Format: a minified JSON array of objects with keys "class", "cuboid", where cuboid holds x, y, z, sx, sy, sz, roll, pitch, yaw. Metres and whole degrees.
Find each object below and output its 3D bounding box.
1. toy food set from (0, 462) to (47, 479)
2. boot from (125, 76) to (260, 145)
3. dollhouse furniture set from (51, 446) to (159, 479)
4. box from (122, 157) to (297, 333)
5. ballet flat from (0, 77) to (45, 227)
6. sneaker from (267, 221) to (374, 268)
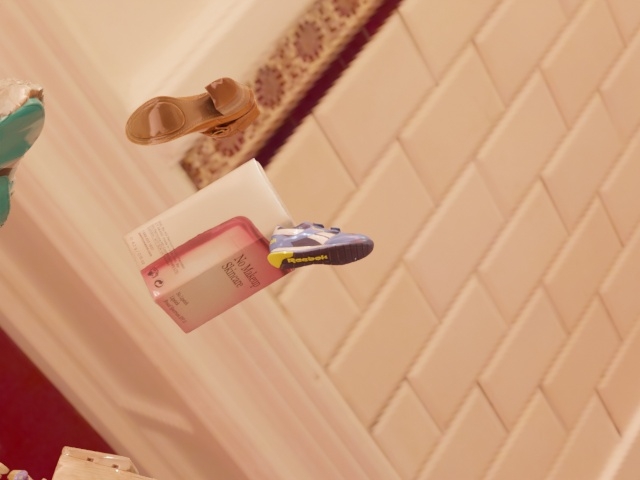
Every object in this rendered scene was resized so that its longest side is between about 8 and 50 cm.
[{"class":"toy food set","cuboid":[-0.439,0.343,1.795,0.122,0.078,0.019,14,50,15]},{"class":"boot","cuboid":[-0.190,-0.182,1.963,0.197,0.152,0.073,-19,79,9]},{"class":"dollhouse furniture set","cuboid":[-0.181,0.400,1.294,0.198,0.303,0.286,13,68,8]},{"class":"box","cuboid":[-0.150,0.011,1.897,0.232,0.148,0.127,-31,62,0]},{"class":"ballet flat","cuboid":[-0.472,-0.121,1.697,0.147,0.147,0.409,-60,6,-33]},{"class":"sneaker","cuboid":[0.000,0.000,1.717,0.144,0.053,0.059,-2,55,-1]}]
